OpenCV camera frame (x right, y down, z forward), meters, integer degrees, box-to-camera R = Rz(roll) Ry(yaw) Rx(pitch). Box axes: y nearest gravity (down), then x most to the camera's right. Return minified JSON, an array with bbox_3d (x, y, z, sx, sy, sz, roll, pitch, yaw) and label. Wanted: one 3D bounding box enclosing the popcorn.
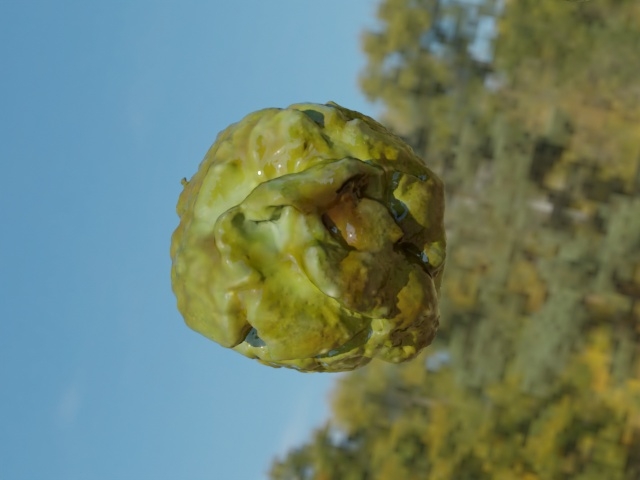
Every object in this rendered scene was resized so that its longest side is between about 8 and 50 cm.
[{"bbox_3d":[-0.006,-0.006,1.948,0.282,0.247,0.282,18,-114,-49],"label":"popcorn"}]
